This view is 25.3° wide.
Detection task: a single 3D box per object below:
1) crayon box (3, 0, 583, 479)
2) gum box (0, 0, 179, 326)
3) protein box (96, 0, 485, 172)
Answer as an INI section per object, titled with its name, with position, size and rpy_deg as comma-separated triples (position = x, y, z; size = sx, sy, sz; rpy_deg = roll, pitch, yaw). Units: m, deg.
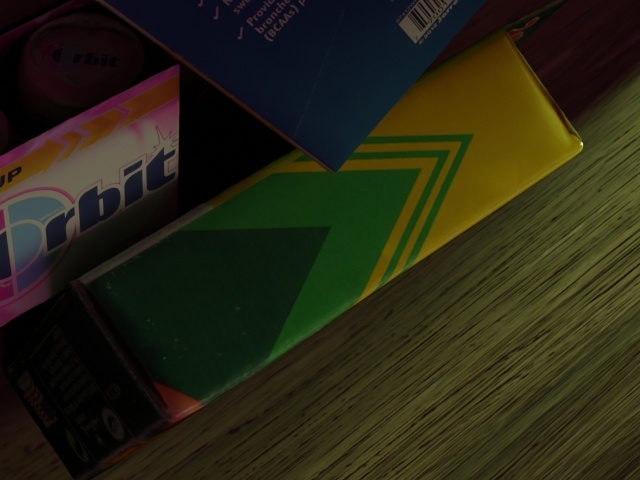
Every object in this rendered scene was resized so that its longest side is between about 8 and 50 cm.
[crayon box]
position = 0.000, 0.000, 0.762
size = 0.319, 0.081, 0.202
rpy_deg = -33, 177, -26
[gum box]
position = -0.153, -0.016, 0.613
size = 0.188, 0.062, 0.107
rpy_deg = -32, 151, -28
[protein box]
position = -0.010, -0.163, 0.535
size = 0.200, 0.136, 0.201
rpy_deg = -49, 154, 5
